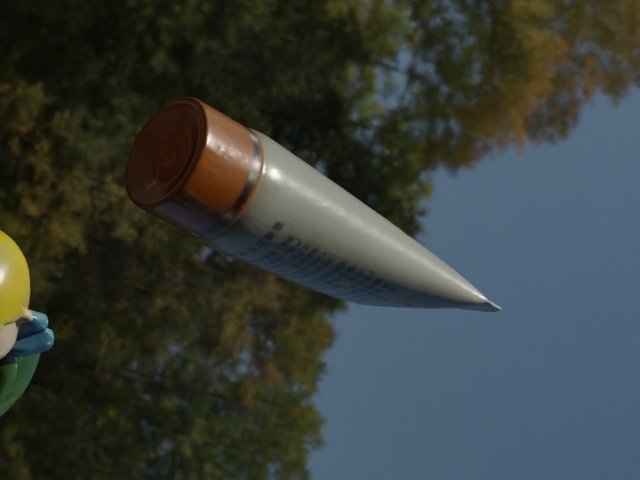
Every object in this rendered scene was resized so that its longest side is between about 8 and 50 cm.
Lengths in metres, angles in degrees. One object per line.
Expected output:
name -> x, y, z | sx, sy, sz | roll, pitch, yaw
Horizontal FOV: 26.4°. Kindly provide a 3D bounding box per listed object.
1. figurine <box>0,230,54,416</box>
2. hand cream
figurine -> -0.326, 0.084, 1.192 | 0.185, 0.127, 0.234 | -44, 168, -21
hand cream -> 0.000, 0.000, 1.026 | 0.139, 0.314, 0.089 | 3, -112, 44
